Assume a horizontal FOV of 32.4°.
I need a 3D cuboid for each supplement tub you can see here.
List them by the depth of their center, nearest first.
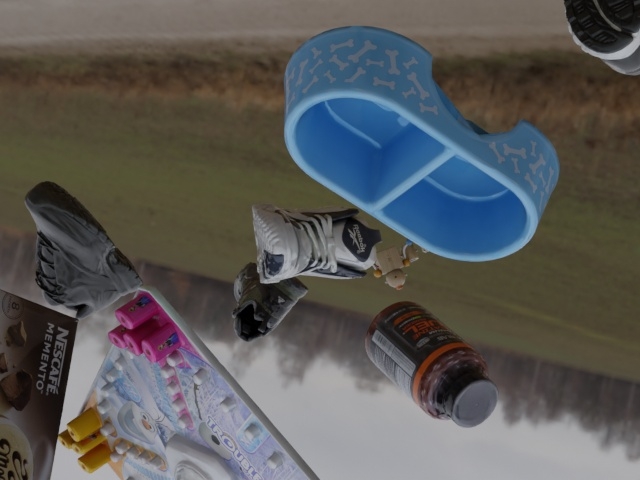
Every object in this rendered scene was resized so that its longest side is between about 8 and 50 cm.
[{"bbox_3d":[0.148,0.164,1.433,0.106,0.106,0.198,16,-166,-35],"label":"supplement tub"}]

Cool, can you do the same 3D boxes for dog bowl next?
[{"bbox_3d":[0.092,-0.080,1.049,0.297,0.074,0.166,32,139,-20],"label":"dog bowl"}]

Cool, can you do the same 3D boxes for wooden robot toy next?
[{"bbox_3d":[0.140,0.051,2.024,0.173,0.079,0.076,-21,169,-3],"label":"wooden robot toy"}]

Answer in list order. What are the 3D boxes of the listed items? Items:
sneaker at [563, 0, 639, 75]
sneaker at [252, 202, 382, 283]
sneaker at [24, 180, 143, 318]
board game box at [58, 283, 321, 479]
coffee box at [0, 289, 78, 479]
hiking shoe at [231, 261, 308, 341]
[{"bbox_3d":[0.311,-0.299,1.225,0.100,0.271,0.108,-19,150,28],"label":"sneaker"},{"bbox_3d":[0.000,0.000,1.283,0.153,0.094,0.235,-7,173,-4],"label":"sneaker"},{"bbox_3d":[-0.355,0.028,1.564,0.109,0.130,0.286,43,168,33],"label":"sneaker"},{"bbox_3d":[-0.140,0.291,1.265,0.390,0.050,0.390,48,143,11],"label":"board game box"},{"bbox_3d":[-0.415,0.216,1.336,0.119,0.297,0.168,-7,156,33],"label":"coffee box"},{"bbox_3d":[-0.104,0.098,1.690,0.086,0.114,0.227,41,163,-9],"label":"hiking shoe"}]
